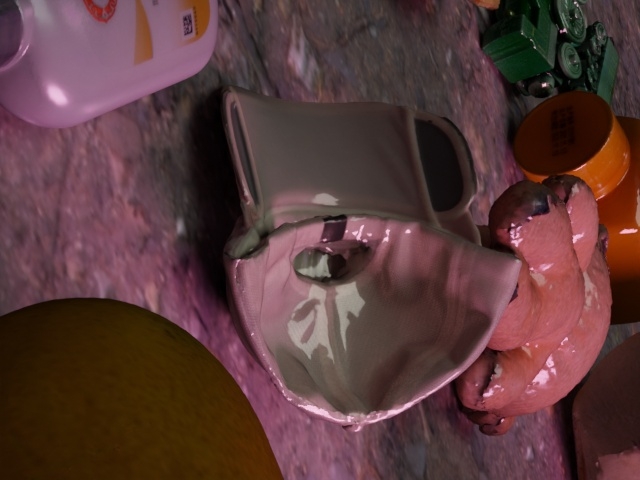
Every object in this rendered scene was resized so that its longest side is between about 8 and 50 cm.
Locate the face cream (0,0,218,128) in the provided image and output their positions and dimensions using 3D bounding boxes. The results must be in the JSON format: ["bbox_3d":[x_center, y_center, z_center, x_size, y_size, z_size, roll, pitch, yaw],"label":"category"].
[{"bbox_3d":[-0.150,-0.137,1.064,0.291,0.071,0.144,-31,107,-62],"label":"face cream"}]

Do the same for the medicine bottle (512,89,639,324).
[{"bbox_3d":[0.275,-0.036,1.828,0.222,0.112,0.149,51,36,-43],"label":"medicine bottle"}]

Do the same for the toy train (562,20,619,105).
[{"bbox_3d":[0.285,-0.177,1.998,0.071,0.038,0.148,64,28,-31],"label":"toy train"}]

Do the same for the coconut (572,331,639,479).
[{"bbox_3d":[0.338,0.192,1.746,0.241,0.241,0.241,37,47,-53],"label":"coconut"}]

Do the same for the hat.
[{"bbox_3d":[0.000,0.000,1.289,0.219,0.164,0.226,5,29,-27],"label":"hat"}]

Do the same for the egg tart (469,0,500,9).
[{"bbox_3d":[0.100,-0.296,1.620,0.212,0.090,0.212,31,54,-56],"label":"egg tart"}]

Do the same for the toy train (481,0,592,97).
[{"bbox_3d":[0.207,-0.220,1.831,0.104,0.071,0.178,42,43,-34],"label":"toy train"}]

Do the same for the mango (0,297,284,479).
[{"bbox_3d":[-0.105,0.179,0.859,0.264,0.221,0.378,50,26,-36],"label":"mango"}]

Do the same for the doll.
[{"bbox_3d":[0.132,0.028,1.454,0.201,0.156,0.303,-60,158,-9],"label":"doll"}]
